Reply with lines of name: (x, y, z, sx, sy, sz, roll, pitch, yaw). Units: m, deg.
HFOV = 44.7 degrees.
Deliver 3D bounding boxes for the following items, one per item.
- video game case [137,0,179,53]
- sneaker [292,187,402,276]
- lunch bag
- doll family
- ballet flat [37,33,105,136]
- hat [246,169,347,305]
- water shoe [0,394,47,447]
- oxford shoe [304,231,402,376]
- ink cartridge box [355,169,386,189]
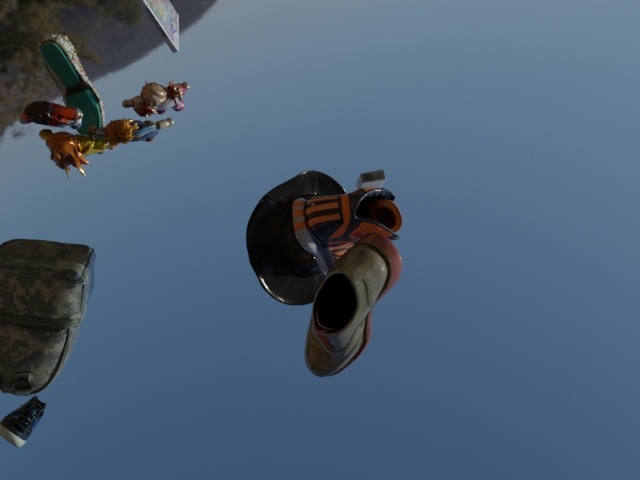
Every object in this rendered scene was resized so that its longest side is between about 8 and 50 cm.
video game case: (-0.241, -0.347, 1.142, 0.011, 0.122, 0.087, -17, -126, 12)
sneaker: (0.077, -0.008, 1.500, 0.180, 0.124, 0.321, -10, 164, 14)
lunch bag: (-0.591, 0.153, 1.613, 0.212, 0.256, 0.305, 5, -167, -13)
doll family: (-0.315, -0.162, 1.159, 0.263, 0.118, 0.163, -10, -174, 1)
ballet flat: (-0.519, -0.334, 1.666, 0.091, 0.241, 0.077, -10, -149, 12)
hat: (0.000, 0.000, 1.781, 0.331, 0.331, 0.134, -42, -152, -29)
water shoe: (-0.675, 0.402, 1.767, 0.080, 0.073, 0.203, -50, -168, -5)
oxford shoe: (0.019, 0.132, 1.340, 0.123, 0.348, 0.130, 39, -135, 21)
ink cartridge box: (0.125, -0.147, 1.998, 0.063, 0.029, 0.115, -11, 168, -10)
